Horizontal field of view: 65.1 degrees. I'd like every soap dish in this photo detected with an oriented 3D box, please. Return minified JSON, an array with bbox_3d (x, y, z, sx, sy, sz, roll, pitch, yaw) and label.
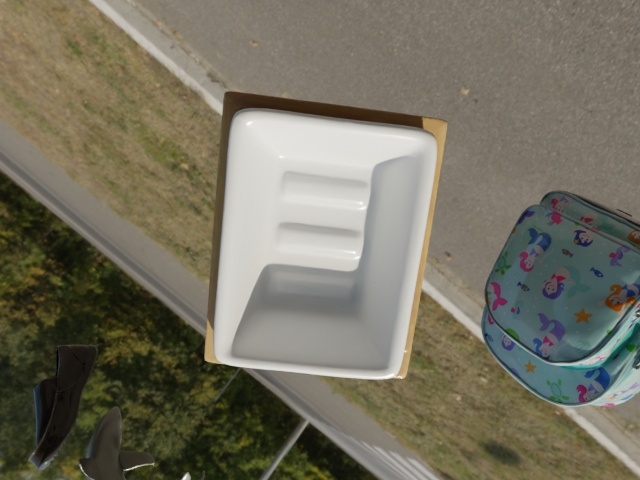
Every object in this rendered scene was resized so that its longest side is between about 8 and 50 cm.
[{"bbox_3d":[0.000,0.000,0.555,0.228,0.291,0.118,6,-168,-4],"label":"soap dish"}]

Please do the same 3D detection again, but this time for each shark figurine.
[{"bbox_3d":[-0.331,0.381,0.811,0.278,0.166,0.116,15,145,36],"label":"shark figurine"}]

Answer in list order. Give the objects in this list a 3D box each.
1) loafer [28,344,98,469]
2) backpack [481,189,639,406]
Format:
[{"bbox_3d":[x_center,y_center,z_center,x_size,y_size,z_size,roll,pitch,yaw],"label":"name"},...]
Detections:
[{"bbox_3d":[-0.450,0.273,0.851,0.078,0.220,0.080,23,130,-22],"label":"loafer"},{"bbox_3d":[0.332,0.084,0.651,0.191,0.254,0.225,7,-156,-36],"label":"backpack"}]
